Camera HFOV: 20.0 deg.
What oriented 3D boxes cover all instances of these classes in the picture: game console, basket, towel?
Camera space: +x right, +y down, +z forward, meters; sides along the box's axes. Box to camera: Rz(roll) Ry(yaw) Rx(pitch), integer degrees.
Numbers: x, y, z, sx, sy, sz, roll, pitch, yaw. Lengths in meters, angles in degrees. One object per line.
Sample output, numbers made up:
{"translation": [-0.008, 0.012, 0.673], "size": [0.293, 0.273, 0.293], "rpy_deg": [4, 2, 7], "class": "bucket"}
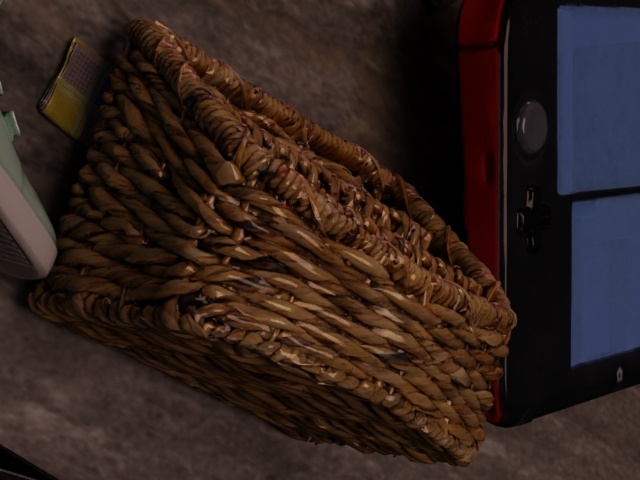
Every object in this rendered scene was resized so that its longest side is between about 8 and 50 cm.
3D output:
{"translation": [0.227, -0.045, 1.454], "size": [0.386, 0.060, 0.342], "rpy_deg": [-7, 94, -55], "class": "game console"}
{"translation": [0.000, 0.000, 1.195], "size": [0.299, 0.213, 0.223], "rpy_deg": [31, 71, -40], "class": "basket"}
{"translation": [-0.146, -0.089, 1.207], "size": [0.083, 0.009, 0.060], "rpy_deg": [40, 64, -34], "class": "towel"}

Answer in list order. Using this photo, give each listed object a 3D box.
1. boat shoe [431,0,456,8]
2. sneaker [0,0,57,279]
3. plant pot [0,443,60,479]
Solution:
{"translation": [0.072, -0.261, 1.370], "size": [0.072, 0.068, 0.190], "rpy_deg": [-42, 117, -21], "class": "boat shoe"}
{"translation": [-0.204, -0.107, 1.101], "size": [0.151, 0.094, 0.256], "rpy_deg": [-49, 121, -34], "class": "sneaker"}
{"translation": [-0.281, 0.162, 0.982], "size": [0.188, 0.187, 0.167], "rpy_deg": [26, 85, -39], "class": "plant pot"}
